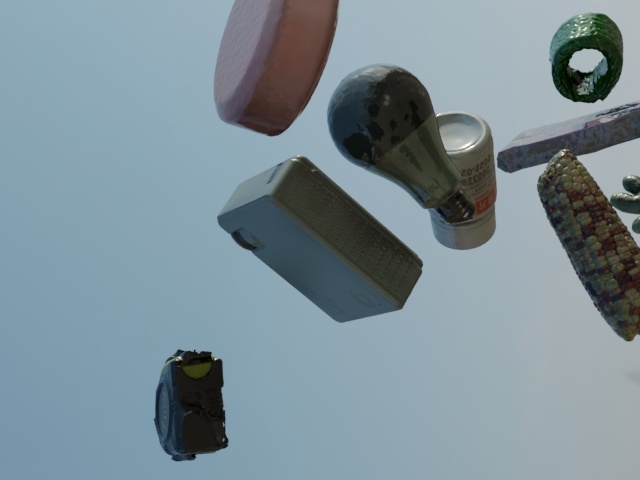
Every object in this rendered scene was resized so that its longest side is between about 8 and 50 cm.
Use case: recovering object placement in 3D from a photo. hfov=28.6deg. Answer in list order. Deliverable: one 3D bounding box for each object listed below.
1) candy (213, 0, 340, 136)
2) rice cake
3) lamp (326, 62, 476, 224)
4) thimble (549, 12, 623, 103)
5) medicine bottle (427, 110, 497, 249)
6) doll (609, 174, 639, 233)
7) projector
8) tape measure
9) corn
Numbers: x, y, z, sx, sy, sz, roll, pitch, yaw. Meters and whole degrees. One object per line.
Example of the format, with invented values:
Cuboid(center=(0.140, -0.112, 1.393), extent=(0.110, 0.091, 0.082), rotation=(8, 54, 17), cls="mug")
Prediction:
Cuboid(center=(-0.057, -0.263, 1.611), extent=(0.255, 0.094, 0.255), rotation=(-163, 90, -71), cls="candy")
Cuboid(center=(0.423, -0.172, 1.990), extent=(0.106, 0.298, 0.050), rotation=(-39, -70, -50), cls="rice cake")
Cuboid(center=(0.129, -0.150, 2.137), extent=(0.314, 0.182, 0.182), rotation=(65, -146, -15), cls="lamp")
Cuboid(center=(0.416, -0.283, 1.963), extent=(0.090, 0.118, 0.130), rotation=(-78, -31, -48), cls="thimble")
Cuboid(center=(0.259, -0.109, 2.361), extent=(0.252, 0.144, 0.144), rotation=(81, -150, -44), cls="medicine bottle")
Cuboid(center=(0.540, -0.062, 2.028), extent=(0.115, 0.150, 0.077), rotation=(-46, -45, -22), cls="doll")
Cuboid(center=(0.000, 0.000, 1.795), extent=(0.257, 0.192, 0.099), rotation=(40, -117, -17), cls="projector")
Cuboid(center=(-0.231, 0.292, 2.238), extent=(0.186, 0.112, 0.199), rotation=(153, 117, -66), cls="tape measure")
Cuboid(center=(0.346, 0.005, 1.566), extent=(0.253, 0.086, 0.086), rotation=(62, -161, 11), cls="corn")
